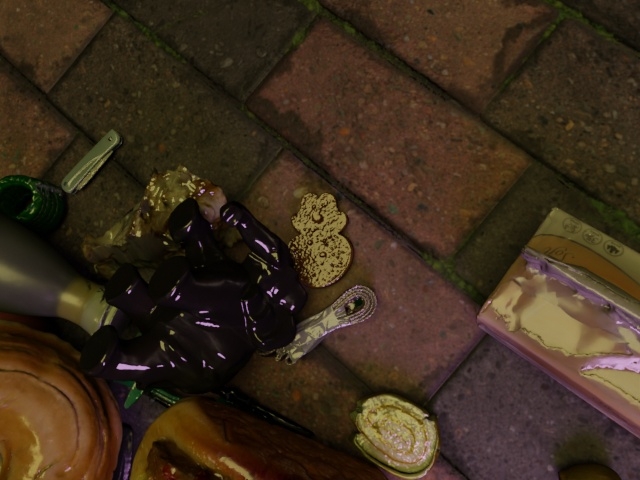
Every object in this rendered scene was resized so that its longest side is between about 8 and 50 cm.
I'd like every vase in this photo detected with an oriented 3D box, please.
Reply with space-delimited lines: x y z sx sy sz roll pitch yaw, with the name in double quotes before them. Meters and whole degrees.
"vase" -0.496 0.075 0.863 0.321 0.173 0.173 24 87 0

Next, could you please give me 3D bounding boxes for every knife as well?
"knife" -0.466 -0.158 1.001 0.162 0.023 0.044 -45 75 2

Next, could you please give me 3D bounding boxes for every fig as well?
"fig" 0.407 0.373 0.739 0.088 0.074 0.073 5 83 27

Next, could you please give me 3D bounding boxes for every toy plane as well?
"toy plane" -0.212 0.309 0.855 0.382 0.106 0.155 24 81 14

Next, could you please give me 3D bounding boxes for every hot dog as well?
"hot dog" -0.065 0.381 0.683 0.405 0.223 0.185 27 87 -14

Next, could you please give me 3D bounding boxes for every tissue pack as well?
"tissue pack" 0.404 0.112 0.674 0.306 0.238 0.238 37 90 23

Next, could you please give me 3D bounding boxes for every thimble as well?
"thimble" -0.588 -0.072 0.978 0.130 0.090 0.118 -25 74 7

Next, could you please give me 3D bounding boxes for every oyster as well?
"oyster" -0.309 -0.020 0.891 0.337 0.133 0.197 -14 111 27

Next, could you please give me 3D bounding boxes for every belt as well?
"belt" -0.003 0.152 0.856 0.232 0.053 0.071 -29 79 5

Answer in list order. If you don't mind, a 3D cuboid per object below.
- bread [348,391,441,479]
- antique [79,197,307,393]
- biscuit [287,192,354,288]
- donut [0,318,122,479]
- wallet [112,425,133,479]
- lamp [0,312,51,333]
"bread" 0.121 0.315 0.805 0.156 0.064 0.117 26 84 14
"antique" -0.179 0.105 0.779 0.322 0.255 0.185 -49 38 0
"biscuit" 0.000 0.000 0.889 0.124 0.026 0.174 1 83 10
"donut" -0.533 0.340 0.739 0.449 0.198 0.448 12 67 -31
"wallet" -0.440 0.461 0.902 0.169 0.052 0.245 5 81 8
"lamp" -0.607 0.193 0.921 0.182 0.140 0.181 -1 84 6
